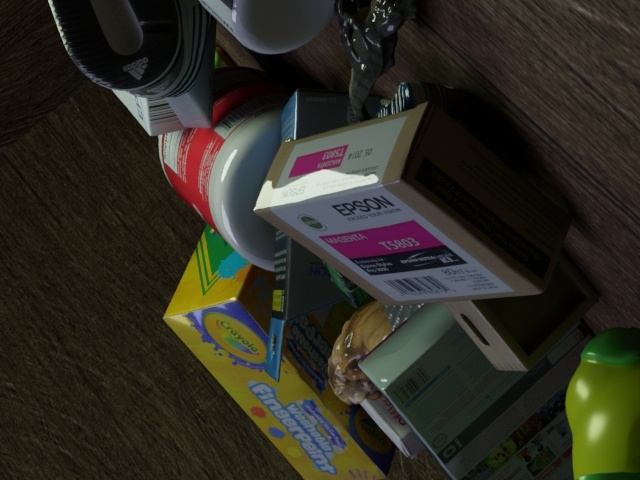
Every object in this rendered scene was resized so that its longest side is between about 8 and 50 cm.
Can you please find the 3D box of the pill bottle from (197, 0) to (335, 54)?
[{"bbox_3d":[-0.090,-0.288,1.436,0.245,0.130,0.130,46,174,36],"label":"pill bottle"}]

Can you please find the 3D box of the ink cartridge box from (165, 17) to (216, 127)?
[{"bbox_3d":[-0.175,-0.282,1.975,0.224,0.045,0.223,70,-160,-73],"label":"ink cartridge box"}]

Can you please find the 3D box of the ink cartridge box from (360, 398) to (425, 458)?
[{"bbox_3d":[0.165,0.207,2.392,0.158,0.218,0.092,46,174,30],"label":"ink cartridge box"}]

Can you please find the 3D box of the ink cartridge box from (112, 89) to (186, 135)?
[{"bbox_3d":[-0.281,-0.351,2.165,0.330,0.071,0.324,-137,35,-57],"label":"ink cartridge box"}]

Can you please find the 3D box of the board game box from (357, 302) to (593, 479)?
[{"bbox_3d":[0.220,0.185,1.729,0.303,0.224,0.097,52,173,-21],"label":"board game box"}]

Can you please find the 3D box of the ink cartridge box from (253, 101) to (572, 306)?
[{"bbox_3d":[0.082,-0.025,1.434,0.193,0.088,0.235,35,156,-27],"label":"ink cartridge box"}]

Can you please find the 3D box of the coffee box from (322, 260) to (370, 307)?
[{"bbox_3d":[0.085,-0.017,1.629,0.040,0.184,0.113,45,172,21],"label":"coffee box"}]

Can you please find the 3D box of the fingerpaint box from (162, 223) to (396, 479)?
[{"bbox_3d":[-0.020,0.127,2.539,0.163,0.371,0.445,-15,128,34],"label":"fingerpaint box"}]

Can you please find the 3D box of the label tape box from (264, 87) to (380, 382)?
[{"bbox_3d":[0.000,0.000,1.842,0.240,0.106,0.333,165,109,-85],"label":"label tape box"}]

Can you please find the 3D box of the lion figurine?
[{"bbox_3d":[0.114,0.132,2.160,0.142,0.240,0.392,49,174,6],"label":"lion figurine"}]

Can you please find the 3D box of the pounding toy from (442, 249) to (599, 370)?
[{"bbox_3d":[0.188,0.037,1.553,0.141,0.130,0.100,50,163,-9],"label":"pounding toy"}]

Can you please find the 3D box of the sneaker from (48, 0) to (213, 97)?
[{"bbox_3d":[-0.254,-0.359,1.754,0.257,0.169,0.447,30,-139,-81],"label":"sneaker"}]

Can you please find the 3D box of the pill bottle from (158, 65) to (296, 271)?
[{"bbox_3d":[-0.096,-0.119,2.185,0.229,0.229,0.408,52,175,-28],"label":"pill bottle"}]

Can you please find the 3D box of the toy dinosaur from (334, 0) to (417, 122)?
[{"bbox_3d":[0.039,-0.183,1.344,0.268,0.064,0.118,96,157,-68],"label":"toy dinosaur"}]

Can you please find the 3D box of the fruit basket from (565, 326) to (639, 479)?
[{"bbox_3d":[0.345,0.239,1.294,0.392,0.283,0.392,-4,-90,-71],"label":"fruit basket"}]

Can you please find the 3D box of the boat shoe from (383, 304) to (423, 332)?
[{"bbox_3d":[0.178,0.096,1.895,0.187,0.156,0.500,51,164,57],"label":"boat shoe"}]

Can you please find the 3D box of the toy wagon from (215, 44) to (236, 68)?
[{"bbox_3d":[-0.170,-0.265,2.678,0.344,0.068,0.267,49,175,13],"label":"toy wagon"}]

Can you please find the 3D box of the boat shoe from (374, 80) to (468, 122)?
[{"bbox_3d":[0.095,-0.108,1.468,0.183,0.066,0.066,153,115,-79],"label":"boat shoe"}]
